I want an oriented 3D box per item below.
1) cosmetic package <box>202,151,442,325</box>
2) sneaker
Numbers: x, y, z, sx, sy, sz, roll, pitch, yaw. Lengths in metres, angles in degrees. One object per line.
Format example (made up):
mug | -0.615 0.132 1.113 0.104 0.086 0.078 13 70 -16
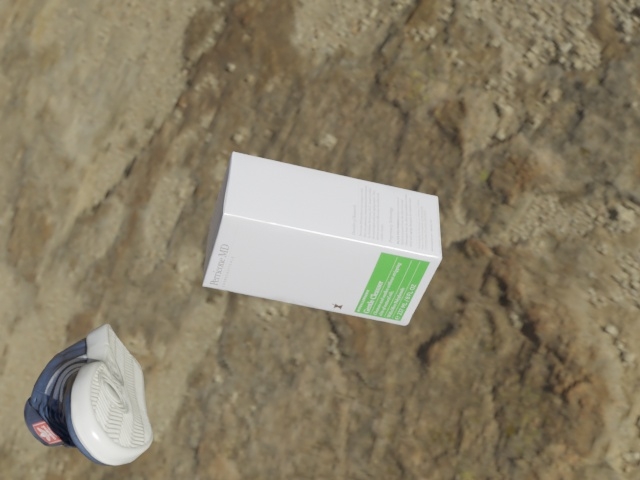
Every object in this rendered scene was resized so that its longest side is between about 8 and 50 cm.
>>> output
cosmetic package | 0.000 0.000 1.933 0.197 0.366 0.155 110 167 -46
sneaker | -0.307 0.222 1.455 0.148 0.131 0.350 -34 12 -1
